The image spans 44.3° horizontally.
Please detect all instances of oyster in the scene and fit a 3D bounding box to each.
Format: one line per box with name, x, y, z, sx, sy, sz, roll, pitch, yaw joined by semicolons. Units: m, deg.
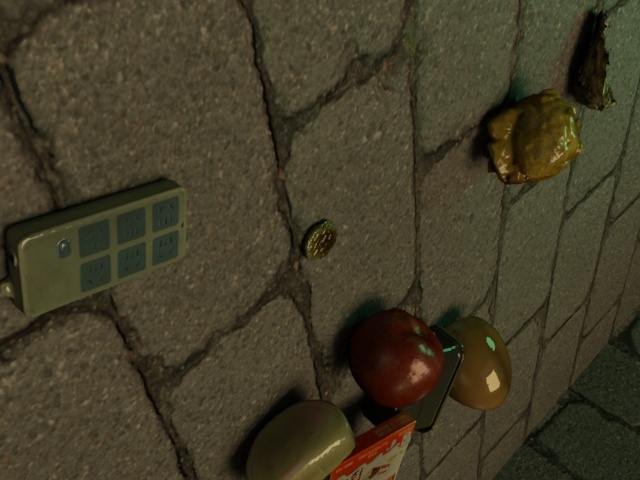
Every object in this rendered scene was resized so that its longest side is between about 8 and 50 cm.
oyster;0.661;-0.423;1.892;0.166;0.094;0.294;-54;143;-41

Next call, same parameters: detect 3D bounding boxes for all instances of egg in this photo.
egg;0.390;0.319;2.020;0.201;0.244;0.201;-29;168;-7

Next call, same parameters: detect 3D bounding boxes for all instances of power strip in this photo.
power strip;-0.282;0.005;1.010;0.270;0.046;0.118;-23;135;-41

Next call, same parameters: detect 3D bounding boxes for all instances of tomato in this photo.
tomato;0.154;0.252;1.663;0.184;0.208;0.208;-51;151;20

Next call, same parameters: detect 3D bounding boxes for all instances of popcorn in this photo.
popcorn;0.470;-0.216;1.703;0.253;0.190;0.191;-43;138;-15

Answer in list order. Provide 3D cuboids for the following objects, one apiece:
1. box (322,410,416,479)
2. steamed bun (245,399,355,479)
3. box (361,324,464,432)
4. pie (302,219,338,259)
box;0.084;0.544;1.804;0.273;0.048;0.264;-19;135;-39
steamed bun;-0.053;0.418;1.589;0.239;0.152;0.170;-35;151;-7
box;0.214;0.344;1.904;0.178;0.138;0.274;-3;120;-42
pie;0.000;0.000;1.409;0.084;0.020;0.084;-34;141;-33
